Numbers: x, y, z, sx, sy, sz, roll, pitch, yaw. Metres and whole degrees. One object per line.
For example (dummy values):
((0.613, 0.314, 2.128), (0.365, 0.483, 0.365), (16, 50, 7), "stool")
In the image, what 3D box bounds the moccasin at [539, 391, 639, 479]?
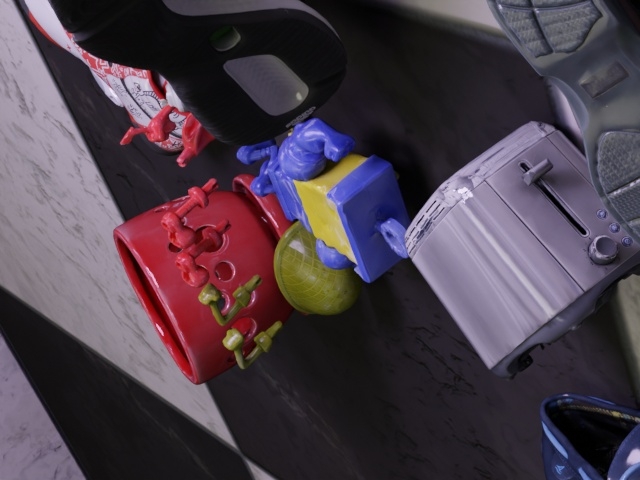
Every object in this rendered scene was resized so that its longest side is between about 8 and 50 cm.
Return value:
((0.273, 0.200, 1.280), (0.342, 0.137, 0.117), (3, 123, 61), "moccasin")

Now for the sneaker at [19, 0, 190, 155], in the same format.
((-0.206, -0.214, 1.652), (0.270, 0.090, 0.145), (50, 158, -5), "sneaker")

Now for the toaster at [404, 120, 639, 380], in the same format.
((0.157, 0.009, 1.229), (0.146, 0.129, 0.227), (53, 161, 9), "toaster")

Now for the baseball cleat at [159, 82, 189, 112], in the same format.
((-0.103, -0.200, 1.382), (0.072, 0.109, 0.206), (78, 179, -53), "baseball cleat")

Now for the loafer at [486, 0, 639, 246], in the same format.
((0.207, -0.102, 1.045), (0.096, 0.084, 0.267), (-23, 111, 36), "loafer")

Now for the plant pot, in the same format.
((-0.104, 0.033, 1.683), (0.191, 0.174, 0.191), (58, 169, 19), "plant pot")

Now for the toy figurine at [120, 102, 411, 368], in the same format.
((0.000, 0.000, 1.458), (0.217, 0.191, 0.362), (25, 148, 40), "toy figurine")

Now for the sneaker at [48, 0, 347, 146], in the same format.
((-0.142, -0.257, 1.154), (0.257, 0.169, 0.447), (58, -178, 26), "sneaker")

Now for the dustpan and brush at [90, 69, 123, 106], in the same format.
((-0.269, -0.238, 1.773), (0.211, 0.060, 0.147), (47, 158, 12), "dustpan and brush")
